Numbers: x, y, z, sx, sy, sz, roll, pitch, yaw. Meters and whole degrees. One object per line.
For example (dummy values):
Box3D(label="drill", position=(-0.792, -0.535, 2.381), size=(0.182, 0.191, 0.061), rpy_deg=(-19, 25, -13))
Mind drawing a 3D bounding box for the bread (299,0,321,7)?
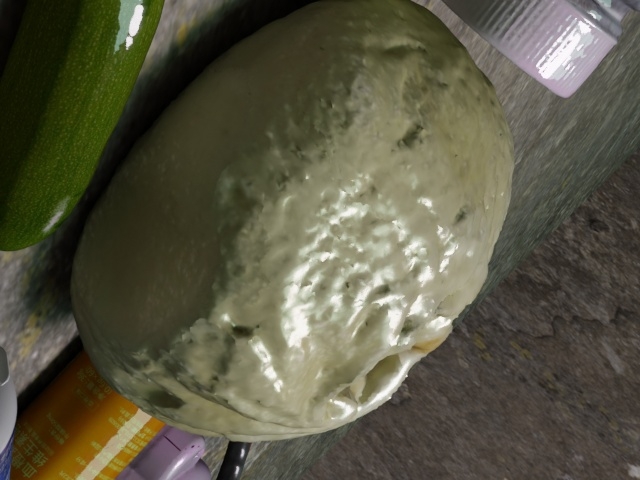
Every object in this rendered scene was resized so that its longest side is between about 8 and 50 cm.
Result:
Box3D(label="bread", position=(0.037, -0.224, 0.948), size=(0.139, 0.084, 0.074), rpy_deg=(-17, 171, 8))

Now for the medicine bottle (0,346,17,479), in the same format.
Box3D(label="medicine bottle", position=(-0.242, 0.119, 0.849), size=(0.107, 0.107, 0.191), rpy_deg=(-40, 165, -31))

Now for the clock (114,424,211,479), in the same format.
Box3D(label="clock", position=(-0.252, 0.325, 1.454), size=(0.322, 0.113, 0.295), rpy_deg=(-45, 167, -18))

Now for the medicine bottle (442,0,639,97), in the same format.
Box3D(label="medicine bottle", position=(0.233, -0.266, 1.128), size=(0.273, 0.165, 0.165), rpy_deg=(-49, 168, 15))

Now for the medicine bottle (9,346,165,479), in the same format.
Box3D(label="medicine bottle", position=(-0.218, 0.179, 1.146), size=(0.192, 0.096, 0.096), rpy_deg=(-46, 168, -4))

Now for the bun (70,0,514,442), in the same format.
Box3D(label="bun", position=(0.000, 0.000, 1.011), size=(0.352, 0.227, 0.349), rpy_deg=(-37, 165, -32))

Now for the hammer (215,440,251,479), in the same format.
Box3D(label="hammer", position=(-0.079, 0.193, 1.540), size=(0.111, 0.033, 0.288), rpy_deg=(94, 14, -77))

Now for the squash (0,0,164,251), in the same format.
Box3D(label="squash", position=(-0.132, -0.076, 0.708), size=(0.069, 0.069, 0.258), rpy_deg=(-34, 162, -47))
